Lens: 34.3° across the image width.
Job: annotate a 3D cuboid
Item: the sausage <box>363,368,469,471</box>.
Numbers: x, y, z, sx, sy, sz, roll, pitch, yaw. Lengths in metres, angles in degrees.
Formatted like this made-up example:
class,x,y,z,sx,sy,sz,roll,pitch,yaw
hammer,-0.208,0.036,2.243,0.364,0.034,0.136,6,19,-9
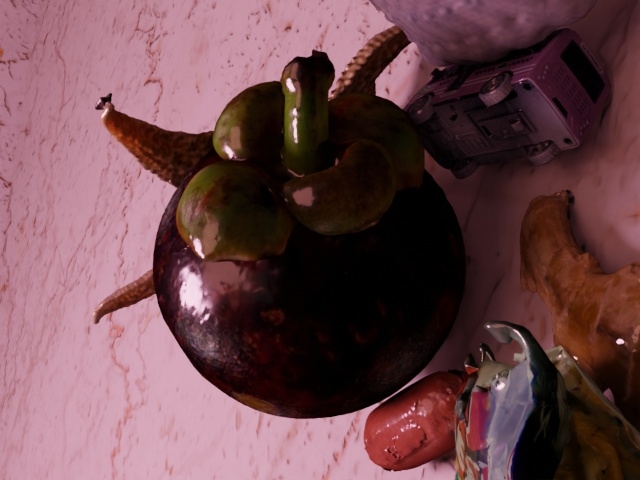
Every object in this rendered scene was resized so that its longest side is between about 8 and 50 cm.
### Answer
class,x,y,z,sx,sy,sz,roll,pitch,yaw
sausage,0.092,0.165,0.943,0.141,0.076,0.076,-40,47,43

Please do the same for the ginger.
class,x,y,z,sx,sy,sz,roll,pitch,yaw
ginger,0.224,0.065,0.766,0.334,0.081,0.148,-124,32,-54

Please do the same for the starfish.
class,x,y,z,sx,sy,sz,roll,pitch,yaw
starfish,-0.070,-0.079,1.130,0.132,0.384,0.398,61,147,24

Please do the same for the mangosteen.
class,x,y,z,sx,sy,sz,roll,pitch,yaw
mangosteen,-0.010,0.010,0.946,0.311,0.311,0.311,-28,56,52

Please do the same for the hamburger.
class,x,y,z,sx,sy,sz,roll,pitch,yaw
hamburger,0.167,0.192,0.702,0.276,0.150,0.260,76,-165,-79

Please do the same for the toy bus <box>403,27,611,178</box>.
class,x,y,z,sx,sy,sz,roll,pitch,yaw
toy bus,0.160,-0.120,0.914,0.178,0.087,0.098,-7,42,57

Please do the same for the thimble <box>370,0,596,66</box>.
class,x,y,z,sx,sy,sz,roll,pitch,yaw
thimble,0.145,-0.266,0.875,0.245,0.157,0.217,-22,32,40
